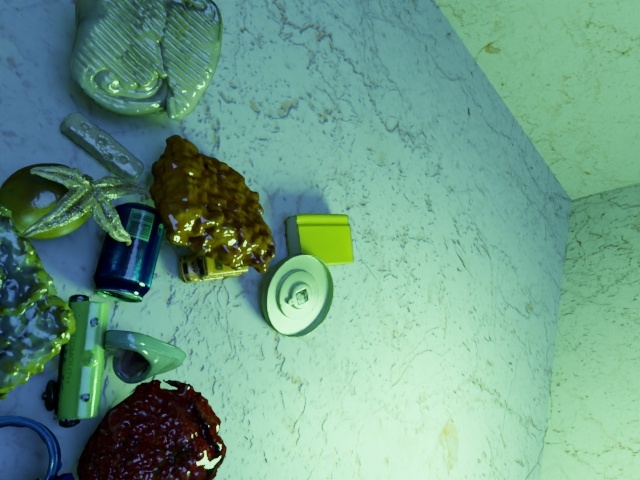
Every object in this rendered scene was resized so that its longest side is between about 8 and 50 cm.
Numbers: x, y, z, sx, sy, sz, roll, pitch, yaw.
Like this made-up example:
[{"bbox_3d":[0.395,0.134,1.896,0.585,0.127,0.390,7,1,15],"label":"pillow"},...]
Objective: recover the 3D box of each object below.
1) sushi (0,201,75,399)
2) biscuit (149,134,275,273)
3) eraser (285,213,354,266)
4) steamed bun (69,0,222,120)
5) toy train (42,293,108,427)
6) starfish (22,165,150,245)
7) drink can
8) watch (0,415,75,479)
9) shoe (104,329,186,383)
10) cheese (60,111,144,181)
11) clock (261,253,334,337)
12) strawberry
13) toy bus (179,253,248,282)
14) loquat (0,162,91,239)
[{"bbox_3d":[-0.632,0.102,0.757,0.351,0.240,0.396,-38,107,-43],"label":"sushi"},{"bbox_3d":[-0.256,-0.086,1.174,0.312,0.110,0.318,31,28,-41],"label":"biscuit"},{"bbox_3d":[0.000,0.000,1.476,0.226,0.069,0.157,-1,81,-42],"label":"eraser"},{"bbox_3d":[-0.401,-0.445,1.146,0.310,0.219,0.324,5,100,-27],"label":"steamed bun"},{"bbox_3d":[-0.457,0.226,0.937,0.105,0.157,0.253,10,74,-38],"label":"toy train"},{"bbox_3d":[-0.426,-0.063,0.938,0.247,0.050,0.138,8,79,-52],"label":"starfish"},{"bbox_3d":[-0.410,0.026,1.064,0.118,0.118,0.204,24,63,-36],"label":"drink can"},{"bbox_3d":[-0.533,0.405,0.832,0.196,0.171,0.200,-34,87,-41],"label":"watch"},{"bbox_3d":[-0.359,0.243,0.998,0.251,0.103,0.100,70,34,-65],"label":"shoe"},{"bbox_3d":[-0.487,-0.209,1.111,0.194,0.043,0.064,40,50,-25],"label":"cheese"},{"bbox_3d":[-0.056,0.153,1.363,0.235,0.029,0.234,-6,100,-37],"label":"clock"},{"bbox_3d":[-0.310,0.414,0.958,0.274,0.220,0.274,-6,99,-42],"label":"strawberry"},{"bbox_3d":[-0.262,0.062,1.217,0.162,0.074,0.069,-5,83,-44],"label":"toy bus"},{"bbox_3d":[-0.535,-0.075,0.954,0.195,0.152,0.152,-45,109,-41],"label":"loquat"}]
